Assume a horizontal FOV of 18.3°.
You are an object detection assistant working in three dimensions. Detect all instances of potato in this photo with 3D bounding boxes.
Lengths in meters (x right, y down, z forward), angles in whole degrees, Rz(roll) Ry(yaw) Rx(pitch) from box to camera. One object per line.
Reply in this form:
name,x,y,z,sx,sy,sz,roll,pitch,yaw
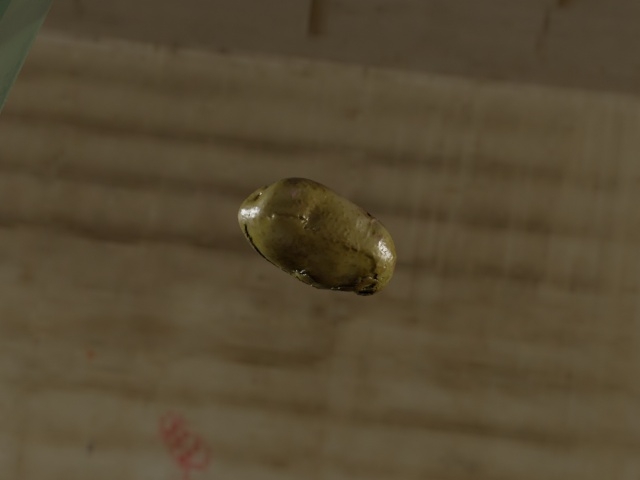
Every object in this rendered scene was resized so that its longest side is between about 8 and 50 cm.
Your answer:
potato,0.000,0.000,1.962,0.170,0.080,0.107,37,-55,-23

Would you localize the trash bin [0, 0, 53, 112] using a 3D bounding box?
trash bin,-0.329,-0.195,1.528,0.223,0.343,0.158,39,36,3
